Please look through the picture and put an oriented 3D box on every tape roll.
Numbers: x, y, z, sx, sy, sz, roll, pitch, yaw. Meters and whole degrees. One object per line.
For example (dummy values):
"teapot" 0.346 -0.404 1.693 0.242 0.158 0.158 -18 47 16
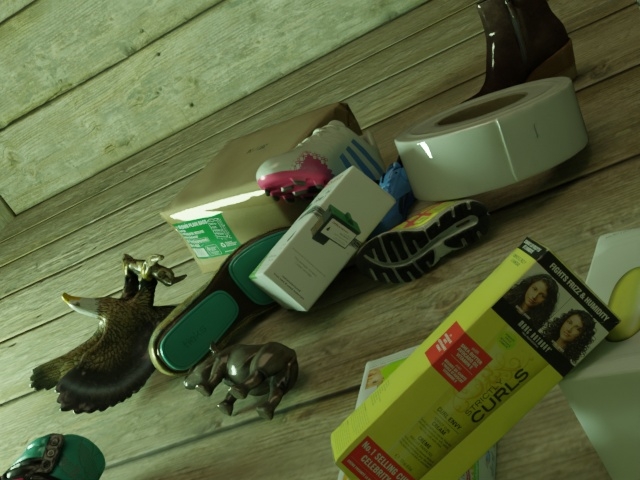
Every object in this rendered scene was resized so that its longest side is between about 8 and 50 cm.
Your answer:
"tape roll" 0.263 -0.159 1.314 0.286 0.100 0.286 -19 13 4

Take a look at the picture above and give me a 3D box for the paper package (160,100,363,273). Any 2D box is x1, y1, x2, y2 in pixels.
"paper package" -0.102 -0.104 1.698 0.324 0.168 0.309 -12 29 41

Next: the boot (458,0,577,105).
"boot" 0.330 -0.346 1.565 0.248 0.207 0.090 -24 22 21

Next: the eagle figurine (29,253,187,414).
"eagle figurine" -0.371 0.167 1.517 0.226 0.225 0.298 66 -138 -72

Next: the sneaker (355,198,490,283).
"sneaker" 0.150 -0.003 1.260 0.208 0.082 0.094 -22 14 9

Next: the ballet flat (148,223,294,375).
"ballet flat" -0.146 0.093 1.414 0.348 0.123 0.123 -41 23 -22

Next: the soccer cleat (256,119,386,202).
"soccer cleat" -0.004 -0.145 1.498 0.116 0.143 0.331 -15 -8 35

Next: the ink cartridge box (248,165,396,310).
"ink cartridge box" 0.000 0.000 1.319 0.219 0.092 0.160 -51 7 -12

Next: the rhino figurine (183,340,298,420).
"rhino figurine" -0.120 0.189 1.206 0.243 0.073 0.106 -7 37 51

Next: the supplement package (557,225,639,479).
"supplement package" 0.327 0.087 0.691 0.194 0.149 0.203 -17 25 37

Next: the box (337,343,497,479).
"box" 0.099 0.202 0.823 0.114 0.103 0.203 -23 23 25

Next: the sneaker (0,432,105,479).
"sneaker" -0.334 0.343 1.114 0.295 0.124 0.178 -3 34 36

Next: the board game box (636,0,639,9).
"board game box" 0.491 -0.170 0.831 0.232 0.291 0.141 -31 22 5

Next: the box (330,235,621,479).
"box" 0.117 0.110 0.667 0.232 0.087 0.058 -45 8 6

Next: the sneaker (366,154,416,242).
"sneaker" 0.117 -0.077 1.451 0.069 0.082 0.209 -10 31 41
